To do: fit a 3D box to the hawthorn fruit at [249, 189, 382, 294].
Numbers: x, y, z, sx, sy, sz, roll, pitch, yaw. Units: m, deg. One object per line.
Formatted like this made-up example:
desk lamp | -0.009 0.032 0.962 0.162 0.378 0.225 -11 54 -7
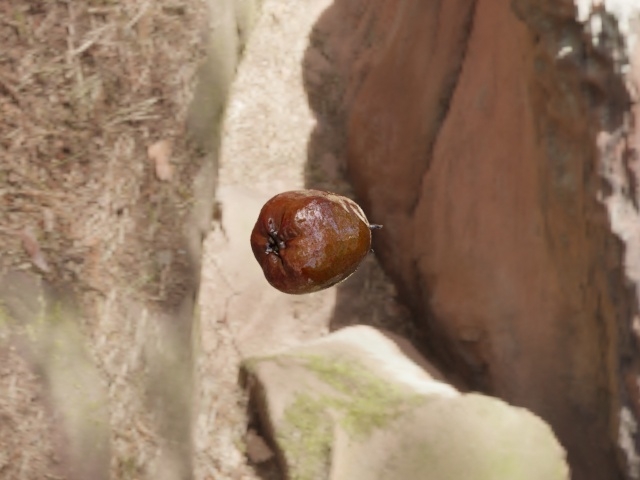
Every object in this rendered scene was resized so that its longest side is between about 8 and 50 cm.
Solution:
hawthorn fruit | 0.000 0.000 0.875 0.093 0.081 0.081 -4 94 -42
